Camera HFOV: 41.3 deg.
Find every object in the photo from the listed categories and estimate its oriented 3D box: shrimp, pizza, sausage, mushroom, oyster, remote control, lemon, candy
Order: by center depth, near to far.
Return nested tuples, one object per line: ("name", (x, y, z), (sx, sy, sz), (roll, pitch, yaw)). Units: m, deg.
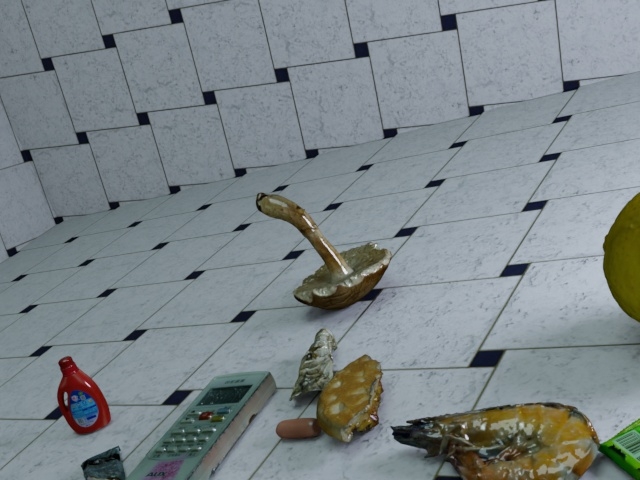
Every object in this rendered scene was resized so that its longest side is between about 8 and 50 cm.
("candy", (0.428, 0.274, 1.064), (0.102, 0.032, 0.178), (-21, 17, -10))
("shrimp", (0.229, 0.295, 1.185), (0.317, 0.062, 0.164), (-8, 28, 35))
("lemon", (0.572, 0.029, 1.264), (0.310, 0.253, 0.253), (4, 30, 40))
("pizza", (0.055, 0.271, 1.438), (0.127, 0.058, 0.246), (-20, 17, 7))
("sausage", (-0.037, 0.319, 1.442), (0.083, 0.034, 0.034), (-13, 20, 30))
("remote control", (-0.212, 0.349, 1.525), (0.145, 0.050, 0.344), (-11, 21, 29))
("oyster", (-0.016, 0.238, 1.605), (0.106, 0.061, 0.200), (-21, 18, 4))
("mushroom", (-0.005, 0.033, 1.850), (0.233, 0.302, 0.208), (-18, 47, 54))

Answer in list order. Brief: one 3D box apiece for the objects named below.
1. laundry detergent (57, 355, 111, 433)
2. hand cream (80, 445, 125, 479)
("laundry detergent", (-0.501, 0.316, 1.750), (0.097, 0.165, 0.049), (-18, 15, 8))
("hand cream", (-0.383, 0.433, 1.502), (0.075, 0.052, 0.248), (-2, 7, -17))
